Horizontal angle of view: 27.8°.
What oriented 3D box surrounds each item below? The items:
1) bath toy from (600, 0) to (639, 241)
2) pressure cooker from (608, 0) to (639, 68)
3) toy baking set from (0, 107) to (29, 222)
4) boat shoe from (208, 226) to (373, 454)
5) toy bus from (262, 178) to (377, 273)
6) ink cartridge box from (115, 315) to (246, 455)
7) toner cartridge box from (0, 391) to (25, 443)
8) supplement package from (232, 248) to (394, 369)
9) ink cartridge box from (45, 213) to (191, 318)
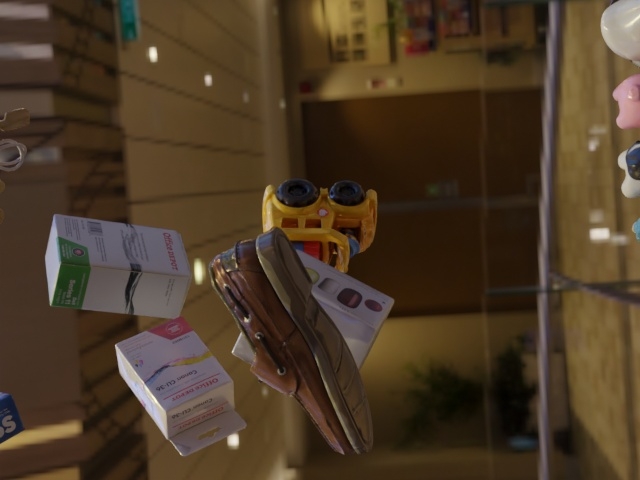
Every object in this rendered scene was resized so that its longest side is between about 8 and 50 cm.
[{"bbox_3d":[0.461,-0.171,1.672,0.129,0.151,0.348,139,126,-66],"label":"bath toy"},{"bbox_3d":[0.716,-0.449,2.323,0.375,0.420,0.370,-41,-16,-36],"label":"pressure cooker"},{"bbox_3d":[-0.575,-0.114,2.096,0.197,0.030,0.256,19,-86,-52],"label":"toy baking set"},{"bbox_3d":[-0.034,0.136,1.603,0.307,0.104,0.111,65,-165,-8],"label":"boat shoe"},{"bbox_3d":[0.000,0.000,2.430,0.211,0.220,0.149,-92,4,-50],"label":"toy bus"},{"bbox_3d":[-0.202,0.211,1.884,0.198,0.115,0.067,46,148,37],"label":"ink cartridge box"},{"bbox_3d":[-0.693,0.360,2.186,0.348,0.165,0.075,-29,-71,-39],"label":"toner cartridge box"},{"bbox_3d":[-0.008,0.137,2.094,0.149,0.194,0.203,-65,-5,15],"label":"supplement package"},{"bbox_3d":[-0.322,0.042,2.048,0.153,0.208,0.087,-114,36,-56],"label":"ink cartridge box"}]
